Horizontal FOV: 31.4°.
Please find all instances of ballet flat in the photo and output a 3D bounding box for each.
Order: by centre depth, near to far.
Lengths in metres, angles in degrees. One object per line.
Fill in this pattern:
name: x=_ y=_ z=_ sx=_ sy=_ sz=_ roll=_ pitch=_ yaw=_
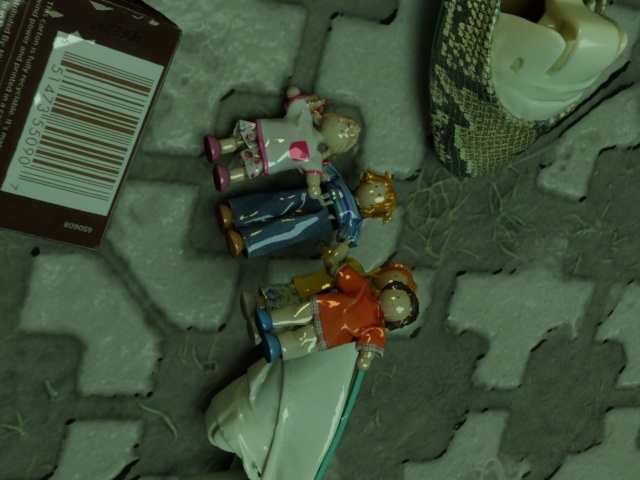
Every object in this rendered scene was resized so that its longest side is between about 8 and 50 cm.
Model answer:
ballet flat: x=0.209 y=-0.259 z=0.994 sx=0.164 sy=0.182 sz=0.483 roll=-3 pitch=114 yaw=-31
ballet flat: x=-0.069 y=0.228 z=1.110 sx=0.139 sy=0.139 sz=0.400 roll=9 pitch=109 yaw=-34

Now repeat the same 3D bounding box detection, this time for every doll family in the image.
doll family: x=0.000 y=0.000 z=1.015 sx=0.163 sy=0.263 sz=0.118 roll=-13 pitch=162 yaw=-13

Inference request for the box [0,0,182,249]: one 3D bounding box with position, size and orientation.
box: x=-0.228 y=-0.119 z=0.787 sx=0.167 sy=0.203 sz=0.168 roll=14 pitch=105 yaw=-35
